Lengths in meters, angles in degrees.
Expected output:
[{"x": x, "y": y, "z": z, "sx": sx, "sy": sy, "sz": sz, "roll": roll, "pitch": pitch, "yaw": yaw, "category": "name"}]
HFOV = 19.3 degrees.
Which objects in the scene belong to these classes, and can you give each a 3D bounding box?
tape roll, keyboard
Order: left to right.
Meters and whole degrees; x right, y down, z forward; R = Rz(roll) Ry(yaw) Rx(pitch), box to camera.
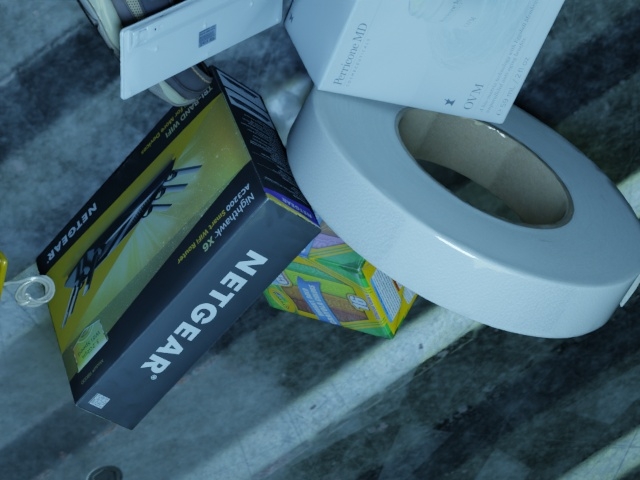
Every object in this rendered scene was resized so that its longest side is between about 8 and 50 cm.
[{"x": -0.112, "y": -0.210, "z": 1.846, "sx": 0.256, "sy": 0.014, "sz": 0.072, "roll": -33, "pitch": 141, "yaw": -47, "category": "keyboard"}, {"x": 0.154, "y": -0.050, "z": 1.931, "sx": 0.392, "sy": 0.392, "sz": 0.072, "roll": 12, "pitch": 122, "yaw": -28, "category": "tape roll"}]

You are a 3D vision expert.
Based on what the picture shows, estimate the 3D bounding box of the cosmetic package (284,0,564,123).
[{"x": 0.115, "y": -0.260, "z": 1.915, "sx": 0.225, "sy": 0.138, "sz": 0.224, "roll": 9, "pitch": 124, "yaw": -24, "category": "cosmetic package"}]

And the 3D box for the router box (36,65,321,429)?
[{"x": -0.156, "y": 0.006, "z": 1.959, "sx": 0.081, "sy": 0.243, "sz": 0.309, "roll": 30, "pitch": 112, "yaw": -36, "category": "router box"}]

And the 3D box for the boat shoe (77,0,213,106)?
[{"x": -0.182, "y": -0.265, "z": 1.804, "sx": 0.130, "sy": 0.132, "sz": 0.355, "roll": -36, "pitch": 138, "yaw": 1, "category": "boat shoe"}]

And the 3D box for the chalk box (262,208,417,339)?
[{"x": 0.000, "y": 0.000, "z": 2.052, "sx": 0.132, "sy": 0.213, "sz": 0.132, "roll": -60, "pitch": 144, "yaw": -26, "category": "chalk box"}]

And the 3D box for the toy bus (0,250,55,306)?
[{"x": -0.415, "y": 0.028, "z": 1.970, "sx": 0.191, "sy": 0.104, "sz": 0.202, "roll": -37, "pitch": 138, "yaw": 2, "category": "toy bus"}]
